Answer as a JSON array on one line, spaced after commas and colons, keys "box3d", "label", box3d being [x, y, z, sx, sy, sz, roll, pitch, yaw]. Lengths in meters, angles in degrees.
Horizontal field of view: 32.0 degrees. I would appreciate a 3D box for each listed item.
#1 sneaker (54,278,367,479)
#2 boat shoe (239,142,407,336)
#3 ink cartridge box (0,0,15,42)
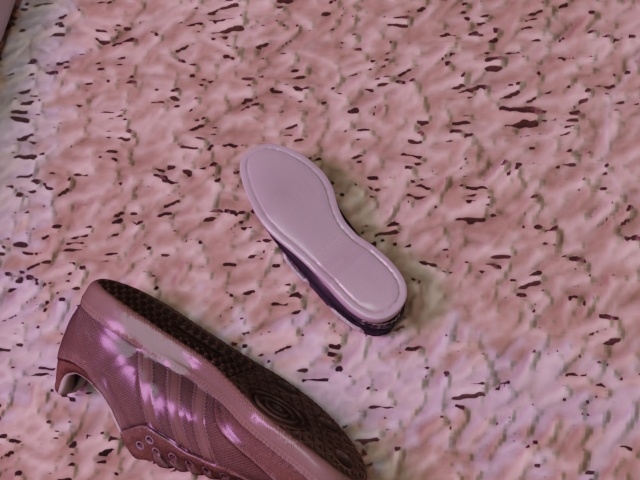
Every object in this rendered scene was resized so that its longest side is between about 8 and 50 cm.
[{"box3d": [-0.062, 0.095, 0.589, 0.188, 0.066, 0.071, 33, 101, 24], "label": "sneaker"}, {"box3d": [0.000, 0.000, 0.605, 0.046, 0.038, 0.125, -37, 70, -20], "label": "boat shoe"}, {"box3d": [-0.283, -0.124, 0.677, 0.153, 0.087, 0.209, 14, 80, 16], "label": "ink cartridge box"}]
